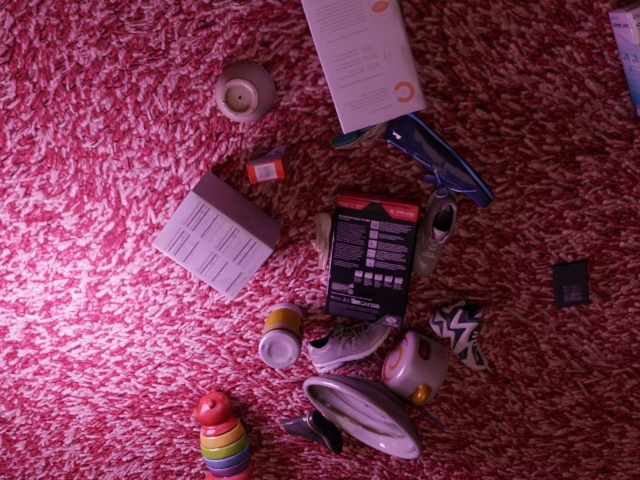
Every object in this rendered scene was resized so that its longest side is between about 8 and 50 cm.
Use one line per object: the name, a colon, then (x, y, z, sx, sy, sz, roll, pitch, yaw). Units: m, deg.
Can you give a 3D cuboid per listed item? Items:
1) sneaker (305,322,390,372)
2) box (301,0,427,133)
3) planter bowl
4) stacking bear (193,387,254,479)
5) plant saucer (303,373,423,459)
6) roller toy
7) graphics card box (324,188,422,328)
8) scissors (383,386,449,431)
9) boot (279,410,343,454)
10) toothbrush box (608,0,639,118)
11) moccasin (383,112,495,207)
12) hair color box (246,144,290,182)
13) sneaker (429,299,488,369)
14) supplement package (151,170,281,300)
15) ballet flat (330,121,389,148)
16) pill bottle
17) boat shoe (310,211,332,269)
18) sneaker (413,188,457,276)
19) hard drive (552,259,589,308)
sneaker: (0.081, 0.295, 1.880, 0.281, 0.105, 0.115, -31, 107, 14)
box: (0.107, -0.470, 1.555, 0.215, 0.168, 0.345, -17, 109, 8)
planter bowl: (-0.201, -0.378, 1.635, 0.162, 0.109, 0.162, 1, 111, 1)
stacking bear: (-0.318, 0.618, 1.999, 0.164, 0.175, 0.289, -11, 103, 8)
plant saucer: (0.139, 0.500, 1.881, 0.400, 0.400, 0.100, 41, 63, -12)
roller toy: (0.284, 0.374, 1.853, 0.146, 0.209, 0.191, 26, 85, -9)
graphics card box: (0.145, 0.051, 1.772, 0.232, 0.094, 0.371, 9, 110, 11)
scissors: (0.298, 0.494, 1.857, 0.109, 0.297, 0.021, 23, 88, -39)
boot: (-0.026, 0.626, 2.042, 0.137, 0.077, 0.198, -19, 118, 29)
toothbrush box: (0.871, -0.467, 1.548, 0.216, 0.126, 0.296, -21, 107, 10)
moccasin: (0.313, -0.202, 1.683, 0.342, 0.138, 0.117, 44, 106, 1)
hair color box: (-0.134, -0.205, 1.665, 0.093, 0.167, 0.053, -10, 109, 6)
sneaker: (0.452, 0.268, 1.860, 0.153, 0.094, 0.235, -41, 94, 24)
supplement package: (-0.276, -0.017, 1.725, 0.262, 0.199, 0.198, 37, 109, -11)
ballet flat: (0.109, -0.278, 1.691, 0.168, 0.057, 0.052, -26, 131, 13)
pill bottle: (-0.107, 0.268, 1.822, 0.119, 0.208, 0.119, 1, 111, 3)
boat shoe: (0.000, 0.000, 1.798, 0.059, 0.063, 0.170, 5, 102, 3)
sneaker: (0.312, -0.011, 1.746, 0.099, 0.121, 0.263, 12, 111, -1)
hard drive: (0.729, 0.127, 1.834, 0.094, 0.022, 0.135, -10, 110, 6)
